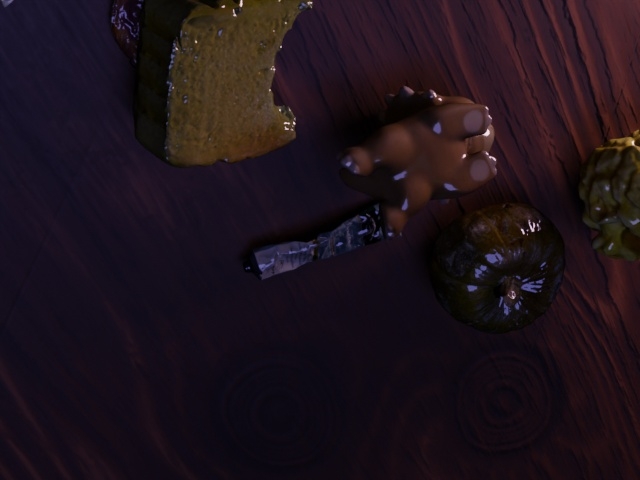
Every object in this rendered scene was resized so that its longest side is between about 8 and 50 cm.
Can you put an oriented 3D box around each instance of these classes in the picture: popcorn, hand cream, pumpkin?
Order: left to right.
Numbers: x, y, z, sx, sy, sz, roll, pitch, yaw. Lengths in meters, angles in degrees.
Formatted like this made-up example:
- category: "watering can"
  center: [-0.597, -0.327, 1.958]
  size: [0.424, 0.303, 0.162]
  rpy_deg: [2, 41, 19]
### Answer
- category: "hand cream"
  center: [0.000, -0.001, 2.059]
  size: [0.247, 0.052, 0.075]
  rpy_deg: [-22, 146, -13]
- category: "pumpkin"
  center: [0.274, 0.045, 2.104]
  size: [0.219, 0.162, 0.219]
  rpy_deg: [-7, 124, -11]
- category: "popcorn"
  center: [0.492, -0.060, 2.076]
  size: [0.181, 0.217, 0.235]
  rpy_deg: [-15, 164, -35]

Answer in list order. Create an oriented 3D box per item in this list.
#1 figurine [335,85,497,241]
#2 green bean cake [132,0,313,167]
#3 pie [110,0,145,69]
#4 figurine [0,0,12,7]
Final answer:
- category: "figurine"
  center: [0.129, -0.123, 1.953]
  size: [0.247, 0.173, 0.177]
  rpy_deg: [-37, 113, -15]
- category: "green bean cake"
  center: [-0.133, -0.228, 1.816]
  size: [0.233, 0.124, 0.236]
  rpy_deg: [-15, 125, -37]
- category: "pie"
  center: [-0.229, -0.279, 1.826]
  size: [0.092, 0.034, 0.170]
  rpy_deg: [-25, 127, 1]
- category: "figurine"
  center: [-0.434, -0.404, 1.642]
  size: [0.235, 0.127, 0.155]
  rpy_deg: [34, 113, -25]
